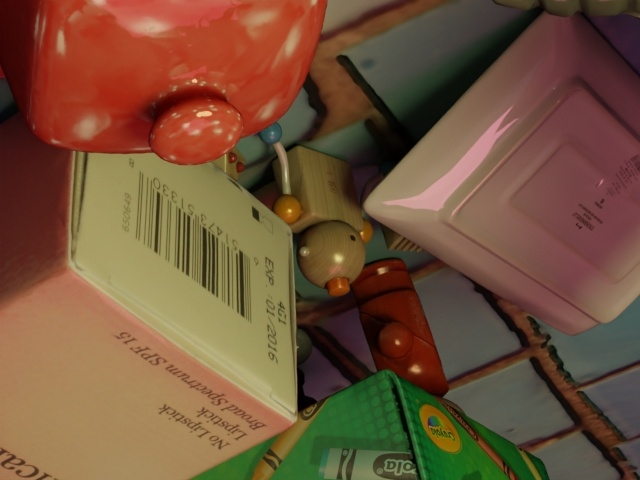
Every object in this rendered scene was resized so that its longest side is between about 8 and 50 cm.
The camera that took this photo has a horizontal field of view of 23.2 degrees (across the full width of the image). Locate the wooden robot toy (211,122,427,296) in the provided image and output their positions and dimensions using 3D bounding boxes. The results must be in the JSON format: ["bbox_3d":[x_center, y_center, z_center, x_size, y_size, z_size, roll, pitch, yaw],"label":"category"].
[{"bbox_3d":[0.000,0.000,0.818,0.173,0.079,0.076,15,138,-44],"label":"wooden robot toy"}]

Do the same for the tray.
[{"bbox_3d":[0.143,-0.021,0.865,0.145,0.030,0.270,-47,145,10],"label":"tray"}]

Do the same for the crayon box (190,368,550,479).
[{"bbox_3d":[-0.025,0.181,0.837,0.278,0.081,0.165,-29,144,22],"label":"crayon box"}]

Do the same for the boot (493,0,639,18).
[{"bbox_3d":[0.143,-0.187,0.429,0.338,0.223,0.118,-5,152,-8],"label":"boot"}]

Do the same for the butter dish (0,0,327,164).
[{"bbox_3d":[-0.059,-0.082,0.598,0.159,0.118,0.160,-8,150,-19],"label":"butter dish"}]

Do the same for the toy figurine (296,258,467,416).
[{"bbox_3d":[-0.033,0.115,0.930,0.209,0.148,0.213,7,144,-38],"label":"toy figurine"}]

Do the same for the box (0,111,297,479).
[{"bbox_3d":[-0.144,0.052,0.737,0.232,0.127,0.148,-30,131,26],"label":"box"}]
